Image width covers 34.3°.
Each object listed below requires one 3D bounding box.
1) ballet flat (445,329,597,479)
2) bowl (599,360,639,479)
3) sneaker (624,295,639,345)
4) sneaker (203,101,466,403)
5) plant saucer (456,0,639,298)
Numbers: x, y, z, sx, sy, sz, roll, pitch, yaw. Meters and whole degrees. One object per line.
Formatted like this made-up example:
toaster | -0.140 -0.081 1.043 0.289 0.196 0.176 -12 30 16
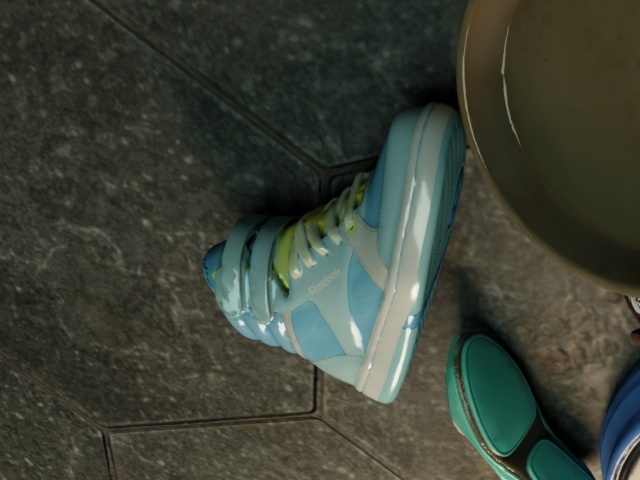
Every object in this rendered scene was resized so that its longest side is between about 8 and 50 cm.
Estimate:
ballet flat | 0.175 0.188 0.987 0.247 0.083 0.087 52 150 -17
bowl | 0.434 0.228 0.887 0.391 0.077 0.391 15 133 16
sneaker | 0.296 -0.014 0.739 0.162 0.106 0.281 37 121 36
sneaker | 0.000 0.000 0.882 0.208 0.127 0.319 19 133 10
plant saucer | 0.209 -0.092 0.689 0.278 0.041 0.278 29 132 37
